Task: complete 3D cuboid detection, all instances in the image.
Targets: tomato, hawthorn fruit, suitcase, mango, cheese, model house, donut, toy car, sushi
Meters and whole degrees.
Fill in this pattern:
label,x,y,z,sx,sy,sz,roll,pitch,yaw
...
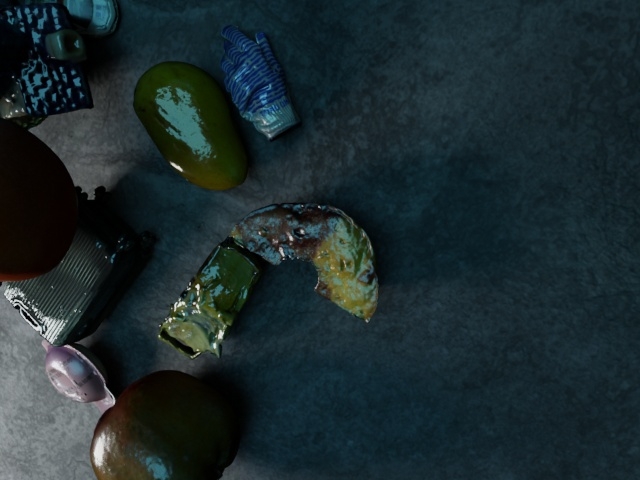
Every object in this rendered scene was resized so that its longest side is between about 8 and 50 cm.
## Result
label,x,y,z,sx,sy,sz,roll,pitch,yaw
tomato,-0.588,-0.065,0.824,0.341,0.341,0.273,3,83,16
hawthorn fruit,-0.316,0.382,0.986,0.301,0.268,0.268,37,107,13
suitcase,-0.501,0.058,1.049,0.202,0.128,0.312,42,105,8
mango,-0.234,-0.207,0.930,0.167,0.130,0.262,-28,97,14
cheese,-0.515,0.325,1.119,0.189,0.074,0.286,-32,101,42
model house,-0.569,-0.308,0.887,0.284,0.298,0.243,-2,111,25
donut,0.000,0.000,0.907,0.295,0.112,0.151,30,103,8
toy car,-0.499,-0.461,0.999,0.205,0.056,0.095,13,102,15
sushi,-0.204,0.126,0.982,0.139,0.131,0.291,38,108,-4

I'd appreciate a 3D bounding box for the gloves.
label,x,y,z,sx,sy,sz,roll,pitch,yaw
gloves,-0.115,-0.288,0.906,0.119,0.097,0.229,-32,84,-11

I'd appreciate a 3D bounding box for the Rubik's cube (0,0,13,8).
label,x,y,z,sx,sy,sz,roll,pitch,yaw
Rubik's cube,-0.845,-0.558,0.946,0.316,0.318,0.313,-11,95,17
